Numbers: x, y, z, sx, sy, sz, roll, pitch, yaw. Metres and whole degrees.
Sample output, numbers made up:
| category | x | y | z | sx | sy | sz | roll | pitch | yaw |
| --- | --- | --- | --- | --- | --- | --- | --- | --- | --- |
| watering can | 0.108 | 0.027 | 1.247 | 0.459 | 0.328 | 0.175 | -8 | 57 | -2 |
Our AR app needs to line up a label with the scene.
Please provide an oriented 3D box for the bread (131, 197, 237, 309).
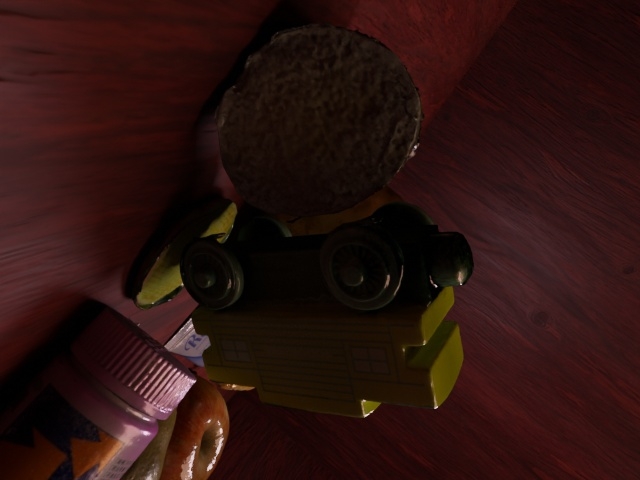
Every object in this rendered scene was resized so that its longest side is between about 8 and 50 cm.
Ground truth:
| category | x | y | z | sx | sy | sz | roll | pitch | yaw |
| --- | --- | --- | --- | --- | --- | --- | --- | --- | --- |
| bread | -0.219 | 0.018 | 0.783 | 0.228 | 0.033 | 0.228 | -50 | 172 | -9 |

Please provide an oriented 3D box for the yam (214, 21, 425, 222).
| category | x | y | z | sx | sy | sz | roll | pitch | yaw |
| --- | --- | --- | --- | --- | --- | --- | --- | --- | --- |
| yam | 0.023 | -0.159 | 0.696 | 0.241 | 0.241 | 0.348 | -54 | 176 | 15 |

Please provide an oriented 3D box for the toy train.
| category | x | y | z | sx | sy | sz | roll | pitch | yaw |
| --- | --- | --- | --- | --- | --- | --- | --- | --- | --- |
| toy train | -0.006 | 0.098 | 0.674 | 0.441 | 0.273 | 0.179 | -5 | -165 | 32 |

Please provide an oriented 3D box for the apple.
| category | x | y | z | sx | sy | sz | roll | pitch | yaw |
| --- | --- | --- | --- | --- | --- | --- | --- | --- | --- |
| apple | -0.378 | 0.467 | 1.186 | 0.302 | 0.301 | 0.301 | -51 | 173 | -9 |

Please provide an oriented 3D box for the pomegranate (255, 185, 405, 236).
| category | x | y | z | sx | sy | sz | roll | pitch | yaw |
| --- | --- | --- | --- | --- | --- | --- | --- | --- | --- |
| pomegranate | 0.027 | 0.014 | 1.081 | 0.410 | 0.410 | 0.410 | -51 | 173 | -9 |

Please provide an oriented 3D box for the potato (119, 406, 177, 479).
| category | x | y | z | sx | sy | sz | roll | pitch | yaw |
| --- | --- | --- | --- | --- | --- | --- | --- | --- | --- |
| potato | -0.409 | 0.424 | 0.909 | 0.202 | 0.218 | 0.351 | -6 | -147 | 41 |

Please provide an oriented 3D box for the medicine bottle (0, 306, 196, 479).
| category | x | y | z | sx | sy | sz | roll | pitch | yaw |
| --- | --- | --- | --- | --- | --- | --- | --- | --- | --- |
| medicine bottle | -0.326 | 0.251 | 0.649 | 0.291 | 0.178 | 0.178 | -50 | 173 | -16 |

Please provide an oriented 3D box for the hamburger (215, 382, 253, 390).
| category | x | y | z | sx | sy | sz | roll | pitch | yaw |
| --- | --- | --- | --- | --- | --- | --- | --- | --- | --- |
| hamburger | -0.293 | 0.415 | 1.681 | 0.209 | 0.162 | 0.330 | -43 | 150 | -8 |

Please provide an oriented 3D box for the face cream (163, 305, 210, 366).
| category | x | y | z | sx | sy | sz | roll | pitch | yaw |
| --- | --- | --- | --- | --- | --- | --- | --- | --- | --- |
| face cream | -0.281 | 0.245 | 1.332 | 0.235 | 0.137 | 0.420 | -49 | 161 | -16 |

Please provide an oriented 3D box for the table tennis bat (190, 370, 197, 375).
| category | x | y | z | sx | sy | sz | roll | pitch | yaw |
| --- | --- | --- | --- | --- | --- | --- | --- | --- | --- |
| table tennis bat | -0.465 | 0.565 | 1.594 | 0.415 | 0.051 | 0.268 | 135 | -28 | -69 |
